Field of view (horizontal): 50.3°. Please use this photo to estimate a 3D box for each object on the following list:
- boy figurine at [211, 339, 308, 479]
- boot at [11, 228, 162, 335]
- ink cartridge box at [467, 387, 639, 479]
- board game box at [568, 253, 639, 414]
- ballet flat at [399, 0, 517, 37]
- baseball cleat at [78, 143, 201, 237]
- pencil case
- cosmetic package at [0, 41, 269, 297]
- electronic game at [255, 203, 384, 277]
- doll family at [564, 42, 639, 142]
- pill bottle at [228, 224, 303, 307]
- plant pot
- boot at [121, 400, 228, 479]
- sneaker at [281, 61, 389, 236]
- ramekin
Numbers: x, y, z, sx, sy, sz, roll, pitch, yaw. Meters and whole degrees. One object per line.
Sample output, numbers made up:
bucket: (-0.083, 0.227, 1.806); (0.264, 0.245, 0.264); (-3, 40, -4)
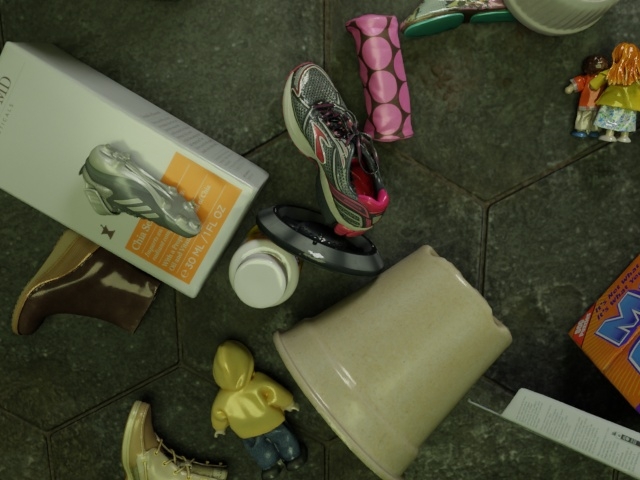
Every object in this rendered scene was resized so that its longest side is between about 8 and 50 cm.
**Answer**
boy figurine: (-0.136, 0.323, 1.312); (0.177, 0.092, 0.285); (-26, 101, 10)
boot: (-0.439, 0.121, 1.274); (0.206, 0.090, 0.248); (34, 101, -4)
ink cartridge box: (0.463, 0.334, 1.122); (0.324, 0.330, 0.071); (30, 82, -38)
board game box: (0.697, 0.181, 1.081); (0.356, 0.356, 0.356); (37, 101, -7)
ballet flat: (0.235, -0.387, 1.116); (0.221, 0.077, 0.079); (-9, 86, 1)
baseball cleat: (-0.285, -0.059, 1.071); (0.206, 0.072, 0.109); (42, 117, -3)
pencil case: (0.097, -0.270, 1.141); (0.095, 0.098, 0.209); (-20, 108, -38)
cosmetic package: (-0.343, -0.124, 1.168); (0.453, 0.161, 0.230); (30, 104, -4)
electronic game: (0.000, 0.000, 1.145); (0.229, 0.229, 0.048); (22, 106, -3)
doll family: (0.541, -0.241, 1.106); (0.262, 0.118, 0.163); (4, 105, 2)
pill bottle: (-0.090, 0.040, 1.168); (0.117, 0.215, 0.117); (1, 105, 3)
plant pot: (0.140, 0.184, 1.166); (0.305, 0.334, 0.334); (-42, 99, 1)
boot: (-0.284, 0.440, 1.348); (0.203, 0.095, 0.262); (3, 107, 3)
sneaker: (0.035, -0.161, 1.119); (0.120, 0.112, 0.299); (-18, 80, -29)
ramekin: (0.384, -0.428, 1.040); (0.207, 0.109, 0.207); (0, 92, -11)
